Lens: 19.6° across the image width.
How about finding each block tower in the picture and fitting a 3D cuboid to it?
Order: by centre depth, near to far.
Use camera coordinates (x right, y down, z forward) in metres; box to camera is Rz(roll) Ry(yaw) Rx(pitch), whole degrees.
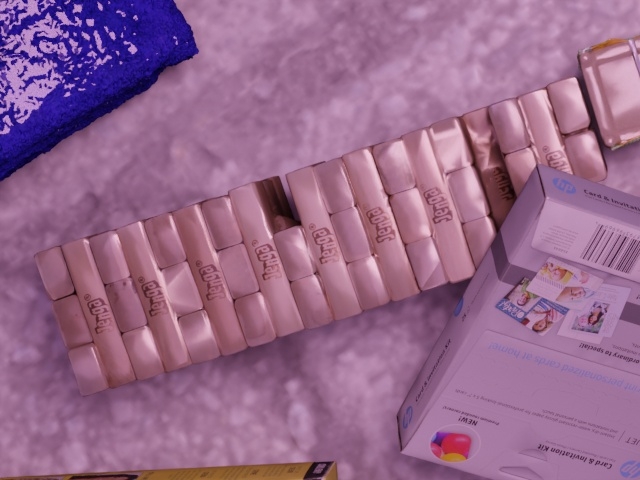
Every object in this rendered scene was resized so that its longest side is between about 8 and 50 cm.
[{"bbox_3d":[0.000,0.000,1.067,0.335,0.097,0.091,-18,91,10],"label":"block tower"}]

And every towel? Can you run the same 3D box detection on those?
[{"bbox_3d":[-0.239,-0.177,1.046,0.228,0.076,0.308,-35,97,-9],"label":"towel"}]

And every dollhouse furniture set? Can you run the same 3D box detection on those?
[{"bbox_3d":[0.201,-0.046,1.061,0.076,0.058,0.151,-17,83,2],"label":"dollhouse furniture set"}]

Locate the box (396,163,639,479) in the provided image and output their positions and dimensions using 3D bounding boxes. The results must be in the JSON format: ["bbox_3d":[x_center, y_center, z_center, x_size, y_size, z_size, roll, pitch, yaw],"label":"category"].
[{"bbox_3d":[0.145,0.060,1.021,0.145,0.038,0.186,17,121,-14],"label":"box"}]

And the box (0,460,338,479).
[{"bbox_3d":[-0.104,0.183,1.112,0.232,0.058,0.087,-5,93,8],"label":"box"}]
